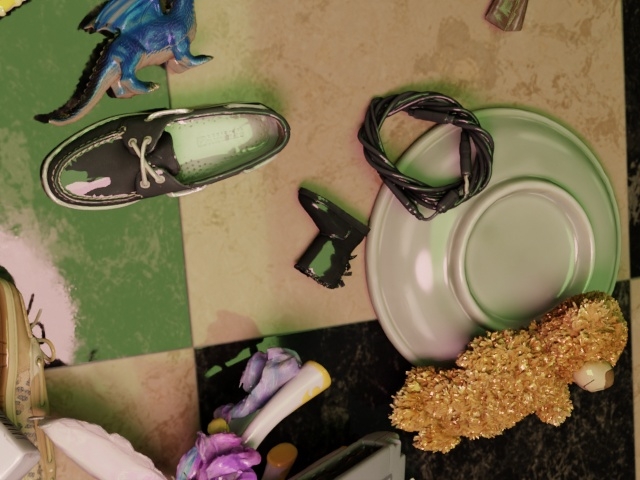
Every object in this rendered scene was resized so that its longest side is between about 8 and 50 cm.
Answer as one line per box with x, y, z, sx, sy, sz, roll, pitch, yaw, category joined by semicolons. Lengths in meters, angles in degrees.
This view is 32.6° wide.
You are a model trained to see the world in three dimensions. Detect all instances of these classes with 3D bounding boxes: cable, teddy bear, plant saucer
0.136;-0.126;1.422;0.150;0.047;0.184;-37;76;-3;cable
0.253;0.192;1.441;0.338;0.113;0.245;-17;135;2;teddy bear
0.261;0.018;1.498;0.400;0.100;0.401;-2;97;-19;plant saucer

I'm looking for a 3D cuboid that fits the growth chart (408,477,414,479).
0.094;0.407;1.489;0.172;0.021;0.237;-44;119;-23;growth chart

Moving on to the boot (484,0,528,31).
0.287;-0.329;1.493;0.106;0.037;0.114;18;87;-8;boot

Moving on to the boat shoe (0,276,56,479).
-0.369;0.177;1.300;0.089;0.104;0.285;-14;110;-52;boat shoe

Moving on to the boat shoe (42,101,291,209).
-0.184;-0.109;1.323;0.302;0.091;0.114;-21;103;-16;boat shoe

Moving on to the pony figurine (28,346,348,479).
-0.131;0.295;1.301;0.363;0.302;0.351;-43;136;-25;pony figurine

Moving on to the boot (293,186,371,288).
0.000;0.000;1.431;0.121;0.045;0.099;33;88;-22;boot

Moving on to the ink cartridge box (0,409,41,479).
-0.546;0.263;1.173;0.308;0.091;0.385;42;80;9;ink cartridge box

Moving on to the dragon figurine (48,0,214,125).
-0.223;-0.248;1.292;0.289;0.085;0.144;-31;104;-18;dragon figurine

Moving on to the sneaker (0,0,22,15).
-0.329;-0.330;1.228;0.384;0.145;0.147;-2;106;-8;sneaker

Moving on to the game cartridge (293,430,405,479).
0.023;0.360;1.312;0.297;0.062;0.198;-11;109;-63;game cartridge
